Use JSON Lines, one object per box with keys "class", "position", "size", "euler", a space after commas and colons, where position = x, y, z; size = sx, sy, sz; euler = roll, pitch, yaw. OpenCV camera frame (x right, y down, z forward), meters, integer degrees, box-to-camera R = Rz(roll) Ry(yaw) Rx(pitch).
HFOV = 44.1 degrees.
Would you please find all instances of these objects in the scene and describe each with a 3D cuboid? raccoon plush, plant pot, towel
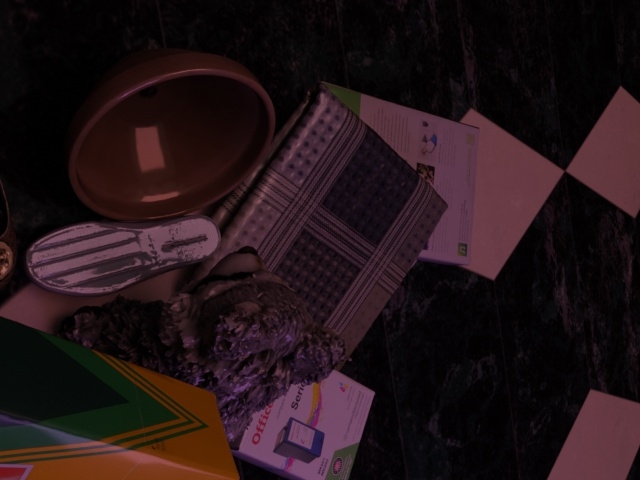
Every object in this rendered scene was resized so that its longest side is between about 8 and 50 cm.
{"class": "raccoon plush", "position": [-0.122, 0.230, 0.844], "size": [0.216, 0.299, 0.446], "euler": [-2, 91, -46]}
{"class": "plant pot", "position": [-0.180, -0.136, 0.898], "size": [0.237, 0.237, 0.109], "euler": [6, 45, -45]}
{"class": "towel", "position": [0.000, 0.000, 1.088], "size": [0.312, 0.056, 0.324], "euler": [37, 86, -39]}

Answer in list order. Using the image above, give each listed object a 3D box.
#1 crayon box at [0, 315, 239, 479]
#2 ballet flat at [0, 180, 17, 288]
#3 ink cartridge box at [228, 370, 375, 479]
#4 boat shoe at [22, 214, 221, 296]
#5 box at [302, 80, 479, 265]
{"class": "crayon box", "position": [-0.305, 0.229, 0.644], "size": [0.313, 0.363, 0.106], "euler": [32, 22, -39]}
{"class": "ballet flat", "position": [-0.354, -0.067, 0.790], "size": [0.084, 0.058, 0.249], "euler": [-15, 99, -44]}
{"class": "ink cartridge box", "position": [-0.040, 0.237, 1.074], "size": [0.212, 0.093, 0.154], "euler": [36, 65, -37]}
{"class": "boat shoe", "position": [-0.227, 0.019, 0.904], "size": [0.226, 0.076, 0.083], "euler": [-6, 87, -33]}
{"class": "box", "position": [0.108, -0.093, 1.220], "size": [0.322, 0.058, 0.232], "euler": [10, 82, -35]}
